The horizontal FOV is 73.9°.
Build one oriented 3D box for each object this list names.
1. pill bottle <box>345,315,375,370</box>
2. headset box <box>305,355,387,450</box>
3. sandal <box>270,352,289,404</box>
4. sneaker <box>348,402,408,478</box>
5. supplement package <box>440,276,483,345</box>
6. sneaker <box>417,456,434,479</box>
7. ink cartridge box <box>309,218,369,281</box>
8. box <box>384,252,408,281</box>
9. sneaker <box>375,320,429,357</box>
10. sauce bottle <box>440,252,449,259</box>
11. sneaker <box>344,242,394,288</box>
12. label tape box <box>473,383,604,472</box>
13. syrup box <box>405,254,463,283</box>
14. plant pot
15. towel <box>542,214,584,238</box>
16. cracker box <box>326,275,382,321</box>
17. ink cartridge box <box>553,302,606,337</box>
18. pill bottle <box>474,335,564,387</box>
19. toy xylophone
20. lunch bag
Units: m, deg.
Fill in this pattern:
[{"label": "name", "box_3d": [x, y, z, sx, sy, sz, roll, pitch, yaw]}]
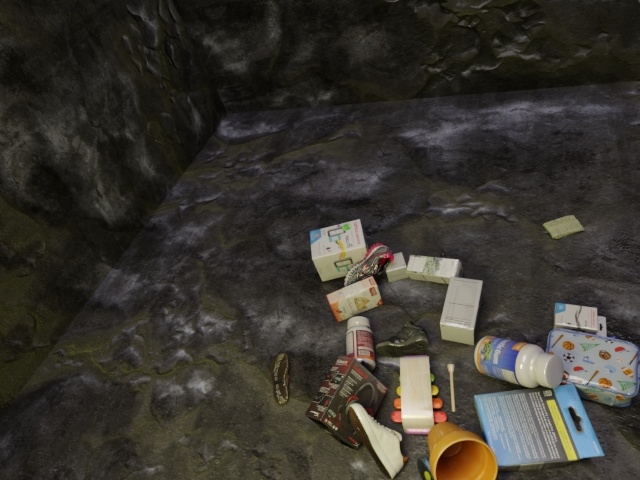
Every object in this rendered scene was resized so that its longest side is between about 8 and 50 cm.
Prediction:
[{"label": "pill bottle", "box_3d": [0.170, 0.447, 1.834, 0.121, 0.121, 0.221, -10, 46, 12]}, {"label": "headset box", "box_3d": [0.112, 0.603, 1.631, 0.110, 0.218, 0.293, -13, 35, 54]}, {"label": "sandal", "box_3d": [-0.167, 0.608, 1.868, 0.090, 0.060, 0.219, -18, 59, 13]}, {"label": "sneaker", "box_3d": [0.210, 0.693, 1.532, 0.123, 0.289, 0.106, -31, 1, -25]}, {"label": "supplement package", "box_3d": [0.599, 0.295, 1.798, 0.139, 0.133, 0.243, 7, 52, 26]}, {"label": "sneaker", "box_3d": [0.415, 0.822, 1.441, 0.082, 0.069, 0.209, -8, 30, -28]}, {"label": "ink cartridge box", "box_3d": [0.106, 0.051, 2.173, 0.271, 0.197, 0.198, -14, 46, 8]}, {"label": "box", "box_3d": [0.366, 0.131, 2.075, 0.101, 0.087, 0.101, -15, 45, 8]}, {"label": "sneaker", "box_3d": [0.350, 0.422, 1.820, 0.228, 0.087, 0.130, -22, 23, 21]}, {"label": "sauce bottle", "box_3d": [0.605, 0.111, 2.034, 0.042, 0.042, 0.128, -18, 43, 5]}, {"label": "sneaker", "box_3d": [0.226, 0.150, 2.028, 0.299, 0.121, 0.112, -54, 35, 8]}, {"label": "label tape box", "box_3d": [0.724, 0.640, 1.448, 0.335, 0.105, 0.240, -11, 47, 11]}, {"label": "syrup box", "box_3d": [0.527, 0.136, 1.969, 0.237, 0.096, 0.093, 5, 66, 35]}, {"label": "plant pot", "box_3d": [0.447, 0.708, 1.416, 0.205, 0.204, 0.188, -25, 6, -2]}, {"label": "towel", "box_3d": [1.140, -0.065, 1.998, 0.148, 0.027, 0.110, -18, 44, 5]}, {"label": "cracker box", "box_3d": [0.161, 0.274, 1.974, 0.233, 0.155, 0.067, -23, 45, 0]}, {"label": "ink cartridge box", "box_3d": [1.020, 0.313, 1.669, 0.180, 0.060, 0.104, 5, 51, 25]}, {"label": "pill bottle", "box_3d": [0.713, 0.440, 1.535, 0.152, 0.152, 0.272, -48, 21, -23]}, {"label": "toy xylophone", "box_3d": [0.402, 0.583, 1.645, 0.237, 0.081, 0.322, 0, 49, 21]}, {"label": "lunch bag", "box_3d": [0.974, 0.446, 1.530, 0.304, 0.114, 0.243, 9, 51, 29]}]
